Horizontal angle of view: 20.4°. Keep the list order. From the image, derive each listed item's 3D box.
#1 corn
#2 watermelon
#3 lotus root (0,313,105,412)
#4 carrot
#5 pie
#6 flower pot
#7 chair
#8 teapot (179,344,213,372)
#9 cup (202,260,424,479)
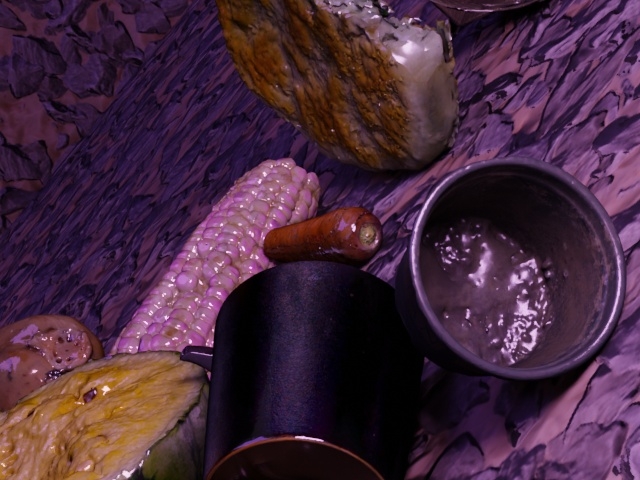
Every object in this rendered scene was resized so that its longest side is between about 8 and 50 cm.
[{"bbox_3d":[-0.104,0.049,1.796,0.126,0.126,0.335,-28,27,52],"label":"corn"},{"bbox_3d":[-0.224,0.246,1.575,0.331,0.189,0.331,-16,17,5],"label":"watermelon"},{"bbox_3d":[-0.371,0.187,2.154,0.284,0.146,0.160,-40,3,41],"label":"lotus root"},{"bbox_3d":[0.000,0.000,1.719,0.161,0.055,0.055,-12,43,55],"label":"carrot"},{"bbox_3d":[-0.004,-0.208,1.748,0.078,0.371,0.296,-34,-14,-26],"label":"pie"},{"bbox_3d":[0.120,0.030,1.244,0.157,0.157,0.107,-59,6,-22],"label":"flower pot"},{"bbox_3d":[0.135,-0.263,1.788,0.213,0.149,0.174,-27,27,44],"label":"chair"},{"bbox_3d":[-0.032,0.084,1.513,0.177,0.096,0.087,-19,24,9],"label":"teapot"},{"bbox_3d":[-0.002,0.162,1.349,0.166,0.239,0.177,-3,39,8],"label":"cup"}]
